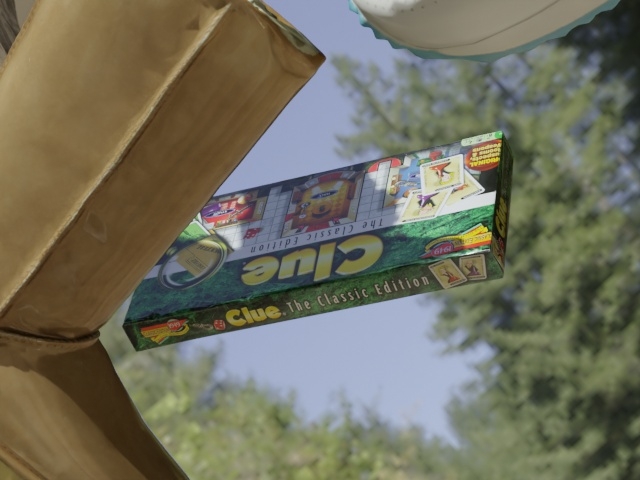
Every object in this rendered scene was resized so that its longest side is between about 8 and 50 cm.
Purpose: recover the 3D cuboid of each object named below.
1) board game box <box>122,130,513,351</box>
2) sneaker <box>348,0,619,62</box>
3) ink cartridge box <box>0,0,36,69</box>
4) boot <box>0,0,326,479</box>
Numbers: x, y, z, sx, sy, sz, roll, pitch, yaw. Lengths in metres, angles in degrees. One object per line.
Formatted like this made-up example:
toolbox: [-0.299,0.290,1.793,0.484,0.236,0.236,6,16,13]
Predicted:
board game box: [0.000,0.000,1.142,0.260,0.136,0.030,-12,-53,18]
sneaker: [0.069,-0.132,0.363,0.092,0.087,0.228,12,-47,-40]
ink cartridge box: [-0.177,-0.131,1.000,0.218,0.092,0.158,-3,-50,-10]
boot: [-0.087,0.006,0.844,0.269,0.236,0.089,-53,11,7]
